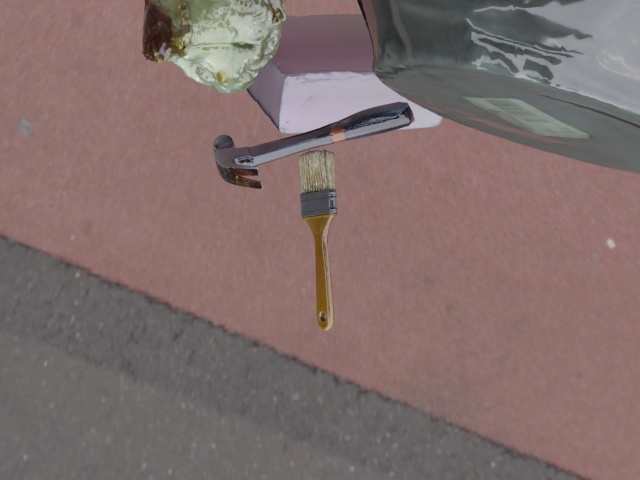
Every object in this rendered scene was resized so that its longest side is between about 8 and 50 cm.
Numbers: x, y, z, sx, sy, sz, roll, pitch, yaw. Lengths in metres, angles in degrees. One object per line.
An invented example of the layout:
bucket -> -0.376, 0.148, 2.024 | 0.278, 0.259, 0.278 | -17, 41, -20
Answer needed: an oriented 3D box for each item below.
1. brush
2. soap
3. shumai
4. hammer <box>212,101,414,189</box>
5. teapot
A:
brush -> 0.000, 0.000, 1.157 | 0.014, 0.043, 0.170 | 1, 85, -47
soap -> 0.025, -0.278, 1.989 | 0.285, 0.296, 0.107 | -4, 120, -19
shumai -> -0.143, -0.285, 1.550 | 0.184, 0.142, 0.184 | 4, 99, 30
hammer -> -0.007, -0.141, 1.741 | 0.290, 0.137, 0.037 | -15, 122, -1
teapot -> 0.171, -0.253, 0.775 | 0.376, 0.305, 0.362 | 19, 87, -34
